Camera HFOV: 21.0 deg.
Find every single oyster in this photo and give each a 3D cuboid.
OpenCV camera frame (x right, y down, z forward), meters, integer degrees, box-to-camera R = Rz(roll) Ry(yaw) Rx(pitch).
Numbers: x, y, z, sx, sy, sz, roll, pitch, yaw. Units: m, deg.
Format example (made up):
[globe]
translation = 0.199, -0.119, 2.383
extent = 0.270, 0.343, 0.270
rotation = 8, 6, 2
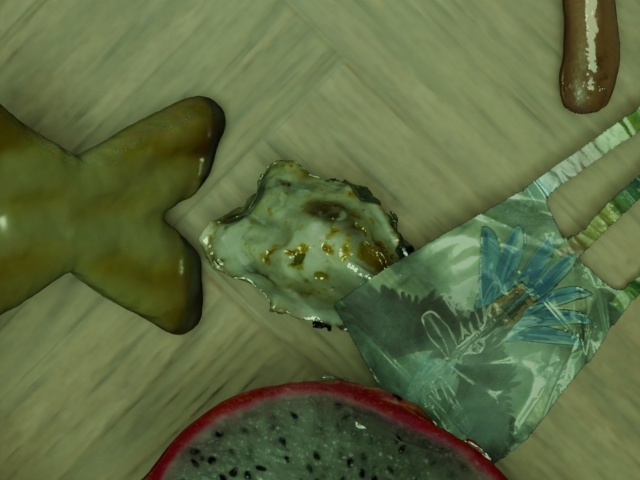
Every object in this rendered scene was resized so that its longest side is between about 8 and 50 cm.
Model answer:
[oyster]
translation = 0.004, 0.007, 1.127
extent = 0.148, 0.051, 0.103
rotation = 36, 102, -10

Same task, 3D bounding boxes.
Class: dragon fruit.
[dragon fruit]
translation = -0.014, 0.261, 1.062
extent = 0.305, 0.305, 0.226
rotation = 20, 135, -3

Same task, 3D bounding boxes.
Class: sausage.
[sausage]
translation = 0.168, -0.174, 1.106
extent = 0.043, 0.043, 0.186
rotation = -6, 99, 1

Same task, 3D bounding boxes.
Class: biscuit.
[biscuit]
translation = -0.157, -0.016, 1.078
extent = 0.208, 0.047, 0.164
rotation = 0, 99, -39

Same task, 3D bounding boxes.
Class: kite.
[kite]
translation = 0.169, 0.017, 1.139
extent = 0.310, 0.015, 0.169
rotation = -36, 112, 3
